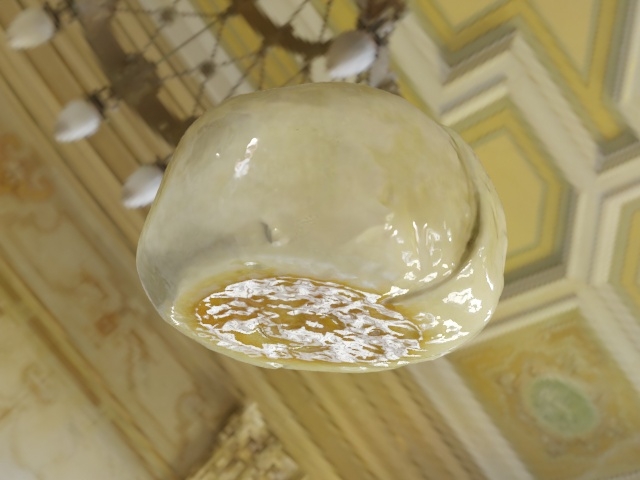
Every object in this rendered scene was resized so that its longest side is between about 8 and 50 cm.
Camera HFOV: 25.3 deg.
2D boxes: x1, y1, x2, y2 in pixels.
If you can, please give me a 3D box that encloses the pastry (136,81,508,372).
[{"bbox_3d":[0.000,0.000,0.609,0.156,0.092,0.156,6,-34,4],"label":"pastry"}]
